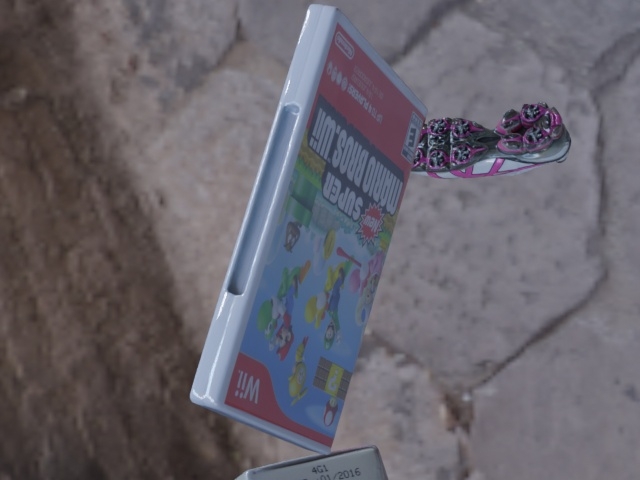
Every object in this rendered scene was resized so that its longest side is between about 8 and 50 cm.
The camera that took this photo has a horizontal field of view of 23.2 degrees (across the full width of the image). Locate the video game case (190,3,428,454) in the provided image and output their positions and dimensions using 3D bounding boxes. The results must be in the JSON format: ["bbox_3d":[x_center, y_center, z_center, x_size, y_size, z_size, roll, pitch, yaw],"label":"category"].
[{"bbox_3d":[0.000,0.000,1.122,0.025,0.204,0.285,12,79,25],"label":"video game case"}]

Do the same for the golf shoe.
[{"bbox_3d":[0.175,-0.091,1.666,0.186,0.086,0.067,-6,60,20],"label":"golf shoe"}]

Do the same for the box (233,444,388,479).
[{"bbox_3d":[-0.025,0.286,1.376,0.232,0.127,0.148,133,124,-61],"label":"box"}]
